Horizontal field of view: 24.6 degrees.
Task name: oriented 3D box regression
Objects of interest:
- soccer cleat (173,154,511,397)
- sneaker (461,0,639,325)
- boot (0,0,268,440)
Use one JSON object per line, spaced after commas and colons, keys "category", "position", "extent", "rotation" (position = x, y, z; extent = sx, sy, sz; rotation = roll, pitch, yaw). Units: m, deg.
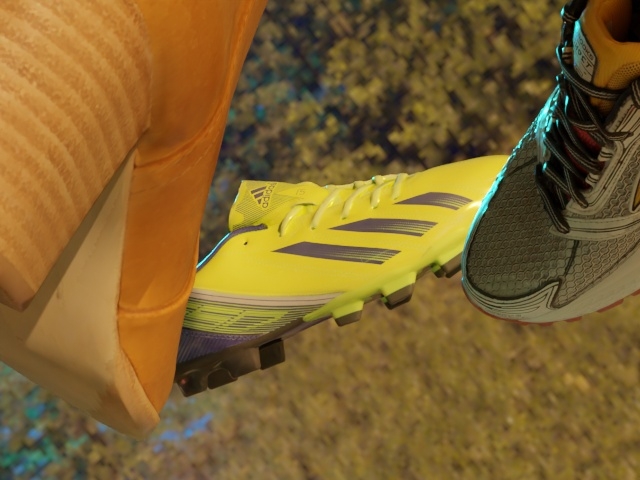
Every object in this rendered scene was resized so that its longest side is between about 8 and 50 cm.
{"category": "soccer cleat", "position": [-0.001, 0.000, 0.958], "extent": [0.289, 0.121, 0.093], "rotation": [-26, -7, 16]}
{"category": "sneaker", "position": [0.114, -0.058, 0.551], "extent": [0.093, 0.088, 0.225], "rotation": [4, -49, -39]}
{"category": "boot", "position": [-0.051, -0.056, 0.480], "extent": [0.211, 0.104, 0.295], "rotation": [-60, -5, -16]}
